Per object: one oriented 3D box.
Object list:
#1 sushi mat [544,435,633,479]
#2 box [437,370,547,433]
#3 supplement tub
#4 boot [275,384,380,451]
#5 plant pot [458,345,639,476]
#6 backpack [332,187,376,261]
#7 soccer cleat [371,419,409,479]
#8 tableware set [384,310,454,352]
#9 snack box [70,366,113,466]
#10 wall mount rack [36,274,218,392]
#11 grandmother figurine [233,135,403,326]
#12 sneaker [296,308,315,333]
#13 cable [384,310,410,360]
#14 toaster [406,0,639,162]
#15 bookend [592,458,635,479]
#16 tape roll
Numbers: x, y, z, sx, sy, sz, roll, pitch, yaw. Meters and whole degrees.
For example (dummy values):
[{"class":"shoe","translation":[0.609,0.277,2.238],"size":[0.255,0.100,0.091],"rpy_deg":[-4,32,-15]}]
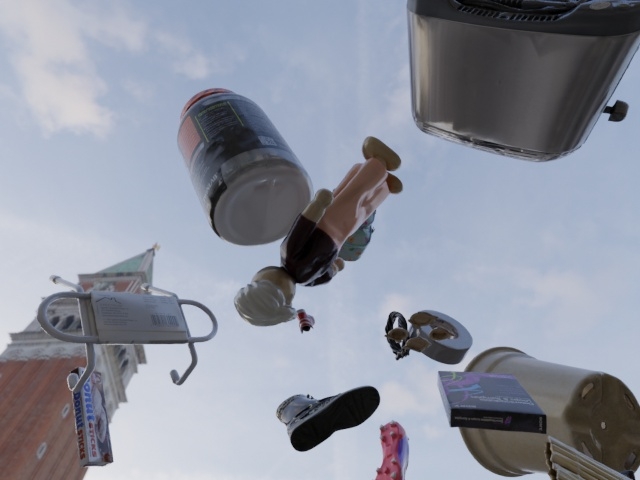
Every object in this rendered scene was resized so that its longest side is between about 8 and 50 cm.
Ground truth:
[{"class":"sushi mat","translation":[0.323,0.282,0.328],"size":[0.317,0.151,0.019],"rpy_deg":[27,-60,4]},{"class":"box","translation":[0.232,0.223,0.620],"size":[0.116,0.162,0.029],"rpy_deg":[0,-88,9]},{"class":"supplement tub","translation":[-0.169,-0.163,0.898],"size":[0.207,0.338,0.207],"rpy_deg":[-18,-40,-16]},{"class":"boot","translation":[0.010,0.405,1.073],"size":[0.237,0.179,0.085],"rpy_deg":[-22,-85,-20]},{"class":"plant pot","translation":[0.559,0.424,1.054],"size":[0.334,0.305,0.333],"rpy_deg":[5,-105,-19]},{"class":"backpack","translation":[0.068,-0.042,1.225],"size":[0.166,0.188,0.144],"rpy_deg":[19,-38,-13]},{"class":"soccer cleat","translation":[0.186,0.567,1.088],"size":[0.083,0.248,0.095],"rpy_deg":[-35,-72,27]},{"class":"tableware set","translation":[0.270,0.254,1.195],"size":[0.141,0.020,0.169],"rpy_deg":[31,-50,-21]},{"class":"snack box","translation":[-0.424,0.325,0.812],"size":[0.022,0.178,0.064],"rpy_deg":[-28,-31,2]},{"class":"wall mount rack","translation":[-0.402,0.154,0.898],"size":[0.350,0.304,0.130],"rpy_deg":[14,-57,-46]},{"class":"grandmother figurine","translation":[0.000,0.000,0.697],"size":[0.342,0.104,0.207],"rpy_deg":[-47,-40,-19]},{"class":"sneaker","translation":[-0.040,0.259,1.338],"size":[0.042,0.067,0.118],"rpy_deg":[-27,-34,7]},{"class":"cable","translation":[0.285,0.343,1.622],"size":[0.047,0.184,0.150],"rpy_deg":[0,-33,-11]},{"class":"toaster","translation":[0.171,-0.171,0.411],"size":[0.227,0.129,0.146],"rpy_deg":[22,-35,26]},{"class":"bookend","translation":[0.341,0.363,0.585],"size":[0.157,0.156,0.072],"rpy_deg":[28,-42,-6]},{"class":"tape roll","translation":[0.431,0.344,1.582],"size":[0.220,0.219,0.072],"rpy_deg":[14,-66,-10]}]
